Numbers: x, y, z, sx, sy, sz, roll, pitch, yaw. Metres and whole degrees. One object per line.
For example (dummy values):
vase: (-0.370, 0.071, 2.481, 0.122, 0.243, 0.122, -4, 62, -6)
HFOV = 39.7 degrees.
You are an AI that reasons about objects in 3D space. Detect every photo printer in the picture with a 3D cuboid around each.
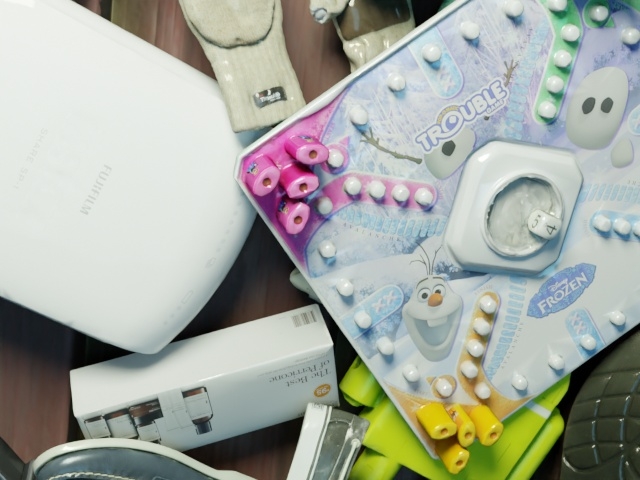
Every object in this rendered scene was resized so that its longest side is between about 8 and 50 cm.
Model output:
photo printer: (-0.207, -0.057, 0.765, 0.307, 0.107, 0.256, 28, 95, -17)

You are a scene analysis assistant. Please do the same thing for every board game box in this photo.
board game box: (0.183, -0.023, 0.803, 0.390, 0.050, 0.390, -35, 116, -2)

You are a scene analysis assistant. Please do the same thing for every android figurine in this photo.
android figurine: (0.147, 0.166, 0.925, 0.248, 0.056, 0.273, 29, 95, -17)

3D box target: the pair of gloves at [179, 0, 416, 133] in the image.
pair of gloves: (-0.018, -0.219, 0.771, 0.240, 0.042, 0.204, -29, 104, -30)

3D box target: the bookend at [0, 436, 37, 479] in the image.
bookend: (-0.366, 0.212, 0.810, 0.157, 0.072, 0.156, -35, 107, -4)

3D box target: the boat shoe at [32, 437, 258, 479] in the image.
boat shoe: (-0.148, 0.251, 0.824, 0.095, 0.079, 0.254, -33, 136, 28)

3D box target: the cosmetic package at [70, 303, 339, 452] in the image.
cosmetic package: (-0.104, 0.142, 0.841, 0.239, 0.060, 0.099, -15, 135, -9)

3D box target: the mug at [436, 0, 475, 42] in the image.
mug: (0.157, -0.189, 0.818, 0.157, 0.097, 0.129, -1, 108, -17)

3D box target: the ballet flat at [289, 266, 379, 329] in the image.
ballet flat: (0.000, 0.000, 0.851, 0.079, 0.077, 0.221, -16, 102, 10)

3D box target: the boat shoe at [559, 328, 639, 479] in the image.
boat shoe: (0.329, 0.243, 0.961, 0.120, 0.122, 0.324, 4, 110, -52)

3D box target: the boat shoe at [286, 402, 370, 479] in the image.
boat shoe: (-0.007, 0.265, 0.825, 0.070, 0.078, 0.219, 15, 91, 3)
